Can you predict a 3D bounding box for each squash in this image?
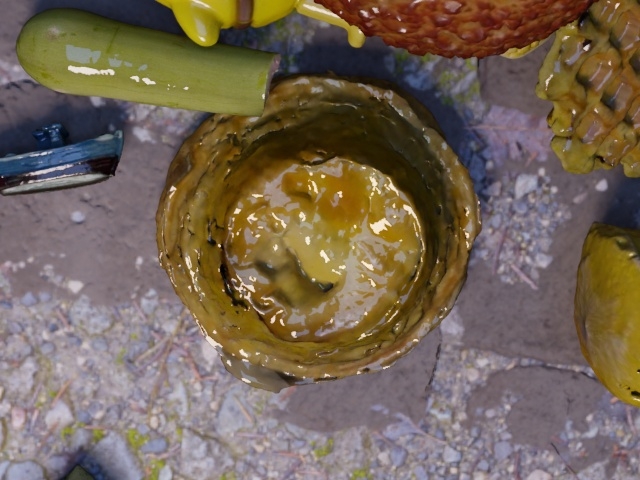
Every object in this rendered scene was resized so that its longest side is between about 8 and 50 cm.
[{"bbox_3d":[-0.163,-0.163,0.884,0.250,0.083,0.083,11,100,4],"label":"squash"}]

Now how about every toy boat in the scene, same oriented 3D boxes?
[{"bbox_3d":[-0.259,-0.083,0.919,0.137,0.060,0.061,-9,78,1],"label":"toy boat"}]

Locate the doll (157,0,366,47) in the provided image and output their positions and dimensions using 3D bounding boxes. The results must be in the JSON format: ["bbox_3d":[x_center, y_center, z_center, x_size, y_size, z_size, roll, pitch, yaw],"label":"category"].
[{"bbox_3d":[-0.115,-0.280,0.848,0.363,0.145,0.199,19,74,-6],"label":"doll"}]

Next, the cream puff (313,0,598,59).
[{"bbox_3d":[0.115,-0.263,0.695,0.350,0.350,0.229,-9,68,-4],"label":"cream puff"}]

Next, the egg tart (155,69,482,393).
[{"bbox_3d":[0.004,-0.002,0.929,0.341,0.129,0.341,-2,102,-7],"label":"egg tart"}]

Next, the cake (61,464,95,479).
[{"bbox_3d":[-0.323,0.333,0.971,0.235,0.100,0.099,-28,101,0],"label":"cake"}]

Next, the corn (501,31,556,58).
[{"bbox_3d":[0.245,-0.314,0.903,0.123,0.122,0.305,43,92,16],"label":"corn"}]

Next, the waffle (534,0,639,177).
[{"bbox_3d":[0.328,-0.200,0.906,0.281,0.058,0.301,-2,118,-32],"label":"waffle"}]

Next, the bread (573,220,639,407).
[{"bbox_3d":[0.342,0.070,0.945,0.170,0.197,0.197,-8,102,-9],"label":"bread"}]
